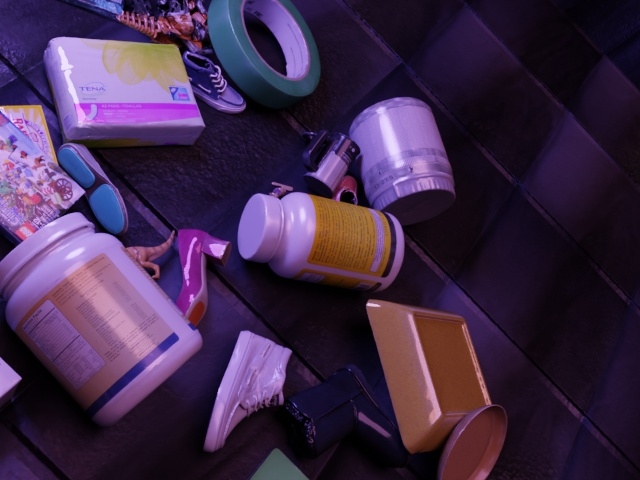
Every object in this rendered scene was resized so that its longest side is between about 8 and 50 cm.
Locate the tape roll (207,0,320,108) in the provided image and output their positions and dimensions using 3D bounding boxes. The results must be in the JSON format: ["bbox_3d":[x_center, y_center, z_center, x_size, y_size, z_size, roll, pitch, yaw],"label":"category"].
[{"bbox_3d":[-0.132,-0.485,1.816,0.321,0.077,0.321,30,49,-41],"label":"tape roll"}]

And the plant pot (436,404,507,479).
[{"bbox_3d":[0.317,0.451,1.572,0.236,0.236,0.032,-22,34,-40],"label":"plant pot"}]

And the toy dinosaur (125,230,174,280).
[{"bbox_3d":[-0.349,0.035,1.443,0.212,0.064,0.112,-14,71,-38],"label":"toy dinosaur"}]

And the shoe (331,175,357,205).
[{"bbox_3d":[0.063,-0.105,1.782,0.063,0.081,0.178,36,50,-11],"label":"shoe"}]

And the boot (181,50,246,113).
[{"bbox_3d":[-0.249,-0.367,1.726,0.190,0.086,0.069,22,54,-21],"label":"boot"}]

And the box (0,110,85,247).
[{"bbox_3d":[-0.574,-0.115,1.351,0.233,0.044,0.159,46,56,-17],"label":"box"}]

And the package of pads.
[{"bbox_3d":[-0.419,-0.317,1.576,0.297,0.101,0.229,-8,69,-37],"label":"package of pads"}]

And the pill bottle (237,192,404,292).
[{"bbox_3d":[0.000,0.000,1.609,0.334,0.188,0.187,12,58,-28],"label":"pill bottle"}]

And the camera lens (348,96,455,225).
[{"bbox_3d":[0.201,-0.200,1.836,0.219,0.219,0.274,0,64,-33],"label":"camera lens"}]

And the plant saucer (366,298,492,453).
[{"bbox_3d":[0.263,0.283,1.623,0.333,0.081,0.332,13,56,-49],"label":"plant saucer"}]

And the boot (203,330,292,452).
[{"bbox_3d":[-0.130,0.294,1.401,0.123,0.095,0.258,19,52,-2],"label":"boot"}]

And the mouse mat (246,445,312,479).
[{"bbox_3d":[-0.062,0.505,1.396,0.189,0.007,0.152,47,49,-3],"label":"mouse mat"}]

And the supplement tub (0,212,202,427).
[{"bbox_3d":[-0.381,0.131,1.257,0.316,0.228,0.228,49,49,1],"label":"supplement tub"}]

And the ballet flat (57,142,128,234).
[{"bbox_3d":[-0.437,-0.107,1.468,0.213,0.072,0.068,54,19,1],"label":"ballet flat"}]

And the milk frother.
[{"bbox_3d":[-0.001,-0.195,1.792,0.129,0.143,0.134,40,72,-20],"label":"milk frother"}]

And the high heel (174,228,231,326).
[{"bbox_3d":[-0.276,0.084,1.473,0.117,0.082,0.244,15,66,13],"label":"high heel"}]

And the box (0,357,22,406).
[{"bbox_3d":[-0.549,0.229,1.173,0.101,0.102,0.087,45,47,-2],"label":"box"}]

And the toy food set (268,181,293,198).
[{"bbox_3d":[-0.084,-0.082,1.713,0.078,0.019,0.122,14,57,-27],"label":"toy food set"}]

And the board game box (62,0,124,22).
[{"bbox_3d":[-0.544,-0.587,1.701,0.186,0.026,0.126,16,57,-26],"label":"board game box"}]

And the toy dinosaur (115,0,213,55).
[{"bbox_3d":[-0.340,-0.521,1.696,0.218,0.164,0.322,60,10,0],"label":"toy dinosaur"}]

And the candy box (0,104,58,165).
[{"bbox_3d":[-0.574,-0.172,1.440,0.105,0.027,0.205,-8,69,-38],"label":"candy box"}]

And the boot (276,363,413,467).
[{"bbox_3d":[0.047,0.387,1.476,0.207,0.094,0.246,-24,75,-42],"label":"boot"}]
